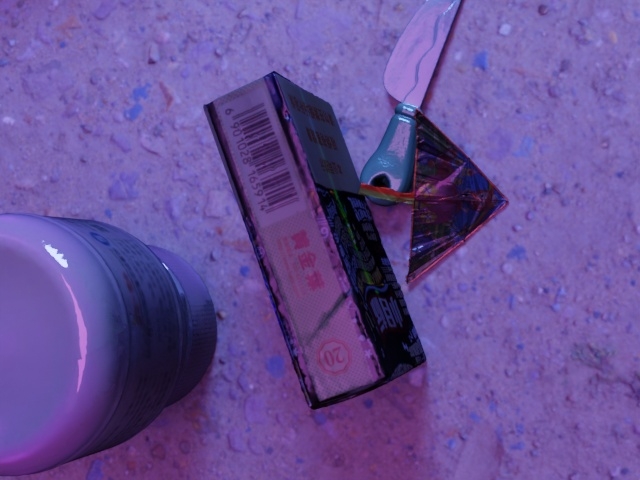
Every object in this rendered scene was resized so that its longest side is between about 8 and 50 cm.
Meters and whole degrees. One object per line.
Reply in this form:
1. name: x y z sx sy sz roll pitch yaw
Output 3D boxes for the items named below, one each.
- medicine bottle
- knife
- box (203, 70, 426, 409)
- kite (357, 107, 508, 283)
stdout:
1. medicine bottle: -0.253 0.098 0.996 0.241 0.302 0.241 -1 88 16
2. knife: 0.096 -0.164 1.040 0.063 0.034 0.261 16 88 16
3. box: 0.000 0.000 0.974 0.084 0.198 0.310 -22 83 15
4. kite: 0.118 -0.044 1.013 0.159 0.010 0.190 1 105 1
